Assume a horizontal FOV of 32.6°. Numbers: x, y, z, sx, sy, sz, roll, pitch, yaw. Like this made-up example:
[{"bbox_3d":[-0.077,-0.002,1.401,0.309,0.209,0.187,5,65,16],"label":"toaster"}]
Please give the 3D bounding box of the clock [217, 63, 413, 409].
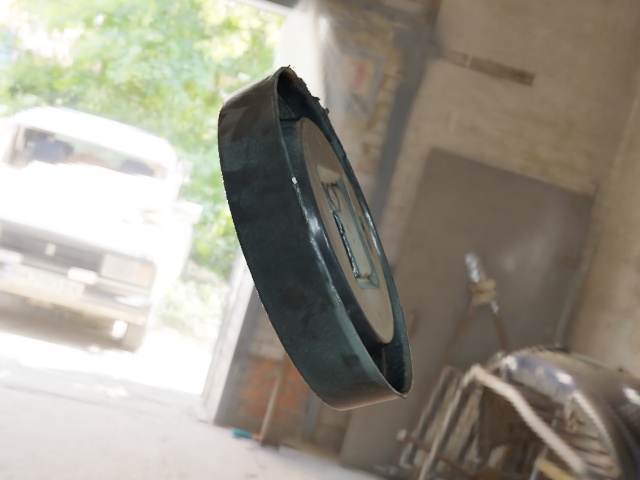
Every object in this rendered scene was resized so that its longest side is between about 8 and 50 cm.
[{"bbox_3d":[0.000,0.000,1.198,0.077,0.386,0.386,-20,-1,12],"label":"clock"}]
